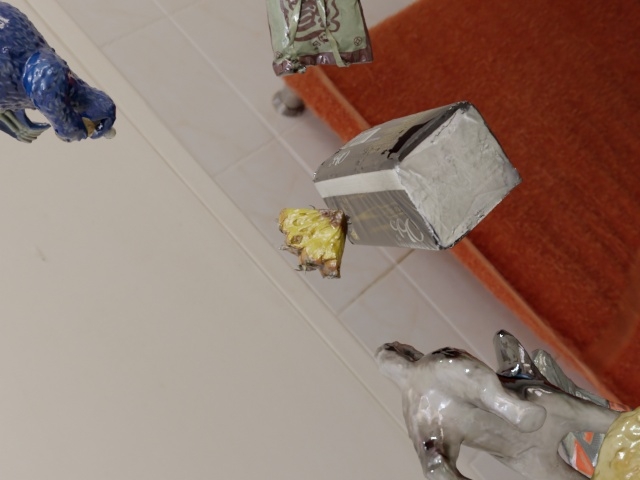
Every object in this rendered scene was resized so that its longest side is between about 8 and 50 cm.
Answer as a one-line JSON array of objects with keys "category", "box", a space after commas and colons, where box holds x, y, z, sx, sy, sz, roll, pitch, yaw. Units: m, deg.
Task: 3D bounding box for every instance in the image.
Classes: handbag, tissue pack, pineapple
[{"category": "handbag", "box": [-0.012, -0.456, 1.443, 0.213, 0.235, 0.127, -9, 10, 7]}, {"category": "tissue pack", "box": [0.151, -0.114, 1.331, 0.210, 0.198, 0.370, -44, 17, -15]}, {"category": "pineapple", "box": [0.000, 0.000, 1.078, 0.116, 0.137, 0.069, -35, -31, -13]}]

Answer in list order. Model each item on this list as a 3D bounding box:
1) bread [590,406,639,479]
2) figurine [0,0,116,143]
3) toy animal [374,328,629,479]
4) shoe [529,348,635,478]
[{"category": "bread", "box": [0.403, 0.297, 0.791, 0.244, 0.244, 0.134, -44, 12, 11]}, {"category": "figurine", "box": [-0.333, -0.187, 0.802, 0.262, 0.164, 0.121, 33, -113, -61]}, {"category": "toy animal", "box": [0.265, 0.251, 1.119, 0.344, 0.302, 0.194, 17, -78, -35]}, {"category": "shoe", "box": [0.564, 0.366, 1.505, 0.171, 0.336, 0.132, -26, -5, 11]}]
